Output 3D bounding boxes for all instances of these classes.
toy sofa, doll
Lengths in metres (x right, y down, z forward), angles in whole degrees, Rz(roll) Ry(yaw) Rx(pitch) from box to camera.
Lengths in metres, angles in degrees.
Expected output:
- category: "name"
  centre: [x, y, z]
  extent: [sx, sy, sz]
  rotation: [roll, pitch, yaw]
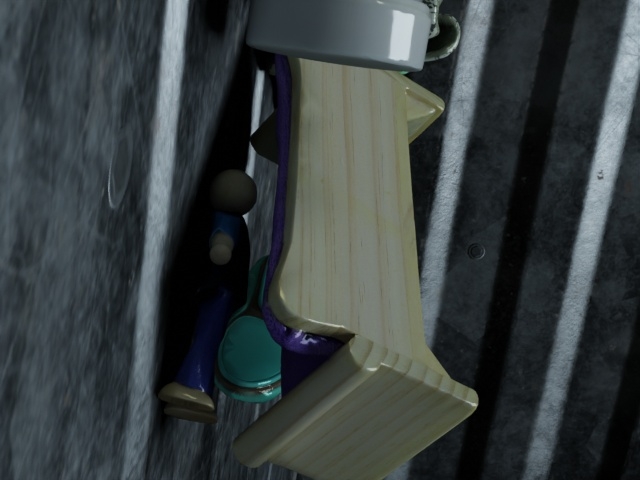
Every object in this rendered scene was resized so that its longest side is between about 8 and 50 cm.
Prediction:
- category: "toy sofa"
  centre: [0.000, 0.000, 0.901]
  extent: [0.150, 0.177, 0.363]
  rotation: [-44, -148, 36]
- category: "doll"
  centre: [-0.076, 0.033, 0.824]
  extent: [0.129, 0.046, 0.189]
  rotation: [95, 6, -67]

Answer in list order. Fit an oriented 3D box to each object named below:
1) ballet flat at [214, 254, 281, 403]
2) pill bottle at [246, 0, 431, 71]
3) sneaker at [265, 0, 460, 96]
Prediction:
- category: "ballet flat"
  centre: [-0.058, 0.102, 1.090]
  extent: [0.247, 0.083, 0.087]
  rotation: [-72, -175, -60]
- category: "pill bottle"
  centre: [0.031, -0.272, 0.757]
  extent: [0.169, 0.169, 0.302]
  rotation: [-51, 150, -84]
- category: "sneaker"
  centre: [0.049, -0.199, 1.160]
  extent: [0.410, 0.182, 0.158]
  rotation: [-40, 139, -86]
